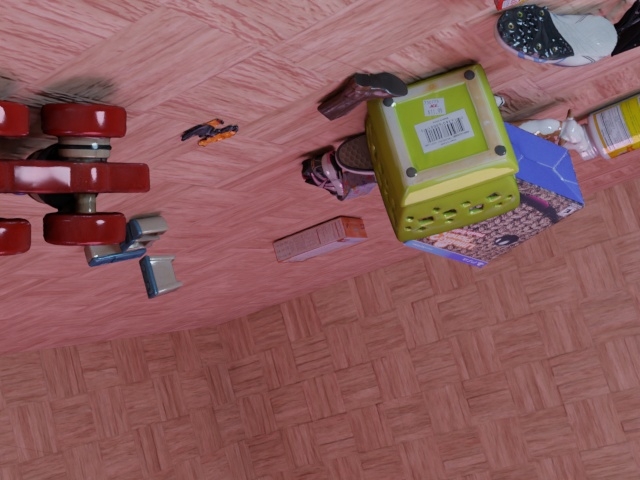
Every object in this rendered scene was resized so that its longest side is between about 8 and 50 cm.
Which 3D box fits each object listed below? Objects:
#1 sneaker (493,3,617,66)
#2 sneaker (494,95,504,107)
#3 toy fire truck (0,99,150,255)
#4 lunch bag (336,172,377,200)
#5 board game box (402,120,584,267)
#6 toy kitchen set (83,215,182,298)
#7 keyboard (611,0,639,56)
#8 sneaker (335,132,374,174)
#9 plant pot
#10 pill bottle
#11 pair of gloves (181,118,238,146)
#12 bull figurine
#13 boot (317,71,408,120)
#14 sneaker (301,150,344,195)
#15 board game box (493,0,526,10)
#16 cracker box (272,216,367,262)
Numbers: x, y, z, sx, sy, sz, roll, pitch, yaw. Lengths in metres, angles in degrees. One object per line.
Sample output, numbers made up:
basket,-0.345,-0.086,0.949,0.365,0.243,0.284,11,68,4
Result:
sneaker,0.331,-0.287,1.149,0.237,0.085,0.086,-6,174,-35
sneaker,0.317,-0.247,1.504,0.037,0.032,0.083,-11,170,-27
toy fire truck,-0.382,-0.082,0.977,0.253,0.169,0.302,8,-170,44
lunch bag,0.075,-0.122,1.763,0.071,0.053,0.083,-15,161,-22
board game box,0.336,-0.088,1.615,0.232,0.141,0.291,15,145,-32
toy kitchen set,-0.390,0.056,1.644,0.122,0.166,0.207,-11,169,-31
keyboard,0.526,-0.362,1.204,0.201,0.033,0.317,-21,171,-12
sneaker,0.122,-0.148,1.544,0.226,0.086,0.163,-11,164,-18
plant pot,0.200,-0.150,1.317,0.228,0.227,0.207,-17,165,3
pill bottle,0.693,-0.259,1.815,0.215,0.117,0.117,-21,169,30
pair of gloves,-0.169,-0.164,1.223,0.074,0.010,0.083,-20,169,22
bull figurine,0.405,-0.192,1.699,0.310,0.101,0.188,-5,155,-3
boot,0.063,-0.217,1.227,0.106,0.037,0.114,5,158,-30
sneaker,0.003,-0.134,1.568,0.077,0.072,0.178,-6,164,8
board game box,0.290,-0.337,0.891,0.193,0.045,0.147,-18,171,7
cracker box,0.000,0.000,2.294,0.232,0.067,0.155,-19,171,23
